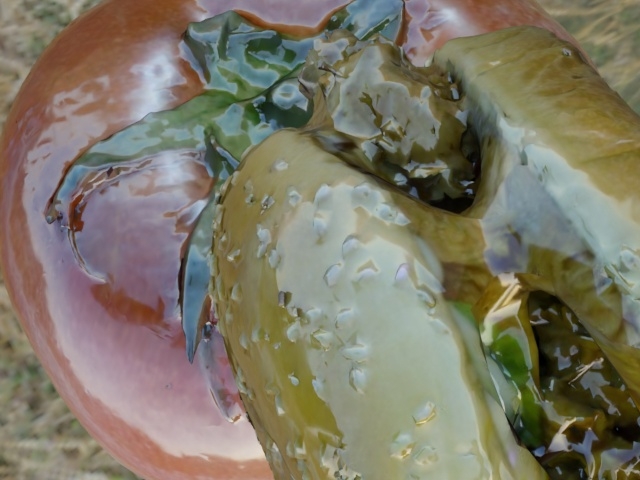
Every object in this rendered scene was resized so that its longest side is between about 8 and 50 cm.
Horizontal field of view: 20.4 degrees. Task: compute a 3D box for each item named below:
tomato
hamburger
[{"bbox_3d":[0.000,0.000,0.965,0.341,0.341,0.272,23,150,19],"label":"tomato"},{"bbox_3d":[0.040,0.035,0.455,0.118,0.182,0.191,-22,101,-13],"label":"hamburger"}]
